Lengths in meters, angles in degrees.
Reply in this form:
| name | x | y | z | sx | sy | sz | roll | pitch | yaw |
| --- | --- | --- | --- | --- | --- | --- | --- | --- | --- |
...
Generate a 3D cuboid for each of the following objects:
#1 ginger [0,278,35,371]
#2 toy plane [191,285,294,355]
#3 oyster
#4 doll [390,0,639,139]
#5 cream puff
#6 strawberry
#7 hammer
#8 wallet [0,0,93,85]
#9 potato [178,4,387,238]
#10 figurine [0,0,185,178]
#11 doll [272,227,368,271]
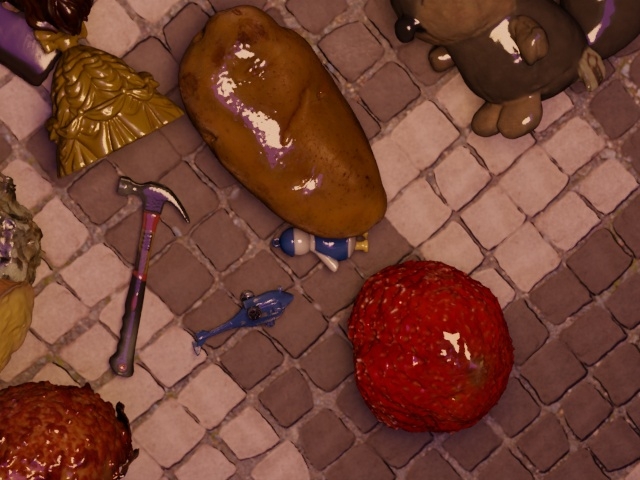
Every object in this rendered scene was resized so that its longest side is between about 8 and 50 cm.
| name | x | y | z | sx | sy | sz | roll | pitch | yaw |
| --- | --- | --- | --- | --- | --- | --- | --- | --- | --- |
| ginger | -0.508 | 0.168 | 1.309 | 0.354 | 0.126 | 0.190 | -36 | 67 | -10 |
| toy plane | -0.114 | 0.118 | 1.532 | 0.167 | 0.054 | 0.062 | -24 | 125 | -5 |
| oyster | -0.469 | 0.017 | 1.414 | 0.198 | 0.112 | 0.268 | -34 | 107 | -28 |
| doll | 0.257 | -0.373 | 1.465 | 0.378 | 0.252 | 0.382 | -41 | 105 | -34 |
| cream puff | -0.416 | 0.321 | 1.373 | 0.228 | 0.350 | 0.350 | 41 | 90 | -17 |
| strawberry | 0.165 | 0.158 | 1.459 | 0.257 | 0.277 | 0.257 | -2 | 98 | -11 |
| hammer | -0.264 | 0.057 | 1.510 | 0.111 | 0.033 | 0.288 | 12 | 96 | -8 |
| wallet | -0.476 | -0.361 | 1.425 | 0.309 | 0.042 | 0.165 | 34 | 92 | -12 |
| potato | -0.048 | -0.152 | 1.448 | 0.176 | 0.195 | 0.369 | -33 | 100 | 30 |
| figurine | -0.338 | -0.267 | 1.389 | 0.187 | 0.168 | 0.315 | -23 | 103 | 16 |
| doll | 0.000 | 0.000 | 1.526 | 0.142 | 0.057 | 0.099 | -4 | 76 | -6 |
